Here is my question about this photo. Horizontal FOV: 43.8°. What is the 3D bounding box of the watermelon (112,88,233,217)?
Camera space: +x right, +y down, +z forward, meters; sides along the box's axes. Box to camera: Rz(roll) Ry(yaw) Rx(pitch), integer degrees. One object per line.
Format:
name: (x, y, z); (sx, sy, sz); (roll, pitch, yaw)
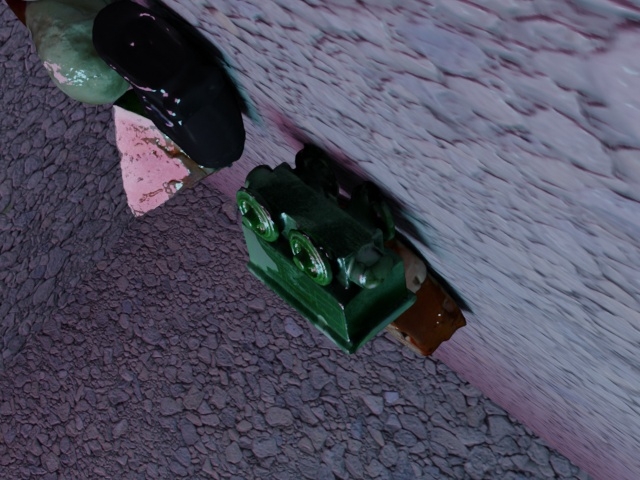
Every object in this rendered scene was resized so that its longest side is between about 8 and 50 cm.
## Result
watermelon: (-0.289, -0.182, 1.718); (0.222, 0.319, 0.292); (10, -150, 13)

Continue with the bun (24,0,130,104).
bun: (-0.337, -0.299, 1.167); (0.195, 0.118, 0.195); (-20, -90, -75)

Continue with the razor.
razor: (-0.201, -0.212, 1.122); (0.189, 0.107, 0.327); (40, 174, 9)

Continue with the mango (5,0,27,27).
mango: (-0.465, -0.404, 1.384); (0.267, 0.111, 0.133); (38, 159, 35)

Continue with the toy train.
toy train: (0.000, 0.000, 1.080); (0.266, 0.145, 0.202); (37, 152, 36)

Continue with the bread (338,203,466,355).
bread: (0.092, 0.060, 1.347); (0.327, 0.114, 0.295); (43, 174, -40)
